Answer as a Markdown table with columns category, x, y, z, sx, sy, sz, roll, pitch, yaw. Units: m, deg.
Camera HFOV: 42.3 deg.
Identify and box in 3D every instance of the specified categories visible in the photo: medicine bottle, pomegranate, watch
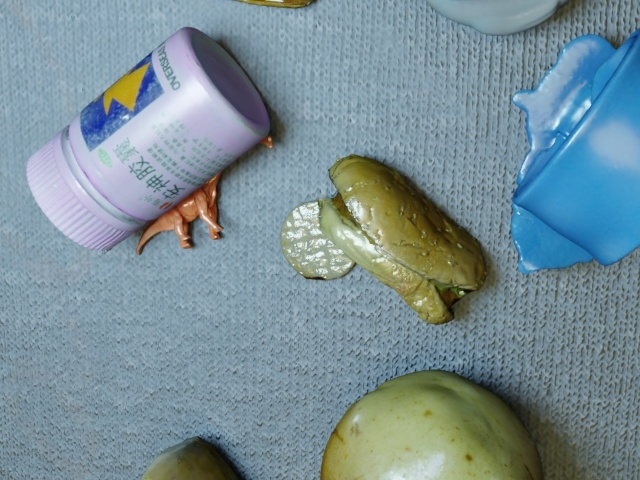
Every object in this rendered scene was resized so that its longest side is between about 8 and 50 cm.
| category | x | y | z | sx | sy | sz | roll | pitch | yaw |
| --- | --- | --- | --- | --- | --- | --- | --- | --- | --- |
| medicine bottle | -0.229 | -0.131 | 1.105 | 0.291 | 0.178 | 0.178 | -34 | 92 | 17 |
| pomegranate | 0.153 | 0.326 | 1.055 | 0.320 | 0.319 | 0.318 | 3 | 102 | 12 |
| watch | 0.312 | -0.081 | 0.941 | 0.242 | 0.274 | 0.305 | 33 | 101 | 4 |

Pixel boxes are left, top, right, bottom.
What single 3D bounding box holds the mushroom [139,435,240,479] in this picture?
| category | x | y | z | sx | sy | sz | roll | pitch | yaw |
| --- | --- | --- | --- | --- | --- | --- | --- | --- | --- |
| mushroom | -0.156 | 0.502 | 1.193 | 0.314 | 0.224 | 0.397 | 13 | 103 | 13 |

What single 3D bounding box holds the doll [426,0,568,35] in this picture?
| category | x | y | z | sx | sy | sz | roll | pitch | yaw |
| --- | --- | --- | --- | --- | --- | --- | --- | --- | --- |
| doll | 0.195 | -0.345 | 0.948 | 0.251 | 0.221 | 0.220 | 1 | 101 | 13 |

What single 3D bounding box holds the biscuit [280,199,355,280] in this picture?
| category | x | y | z | sx | sy | sz | roll | pitch | yaw |
| --- | --- | --- | --- | --- | --- | --- | --- | --- | --- |
| biscuit | 0.000 | 0.000 | 1.163 | 0.120 | 0.015 | 0.120 | 3 | 101 | 13 |

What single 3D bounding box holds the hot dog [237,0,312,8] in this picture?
| category | x | y | z | sx | sy | sz | roll | pitch | yaw |
| --- | --- | --- | --- | --- | --- | --- | --- | --- | --- |
| hot dog | -0.087 | -0.349 | 1.097 | 0.165 | 0.045 | 0.071 | 11 | 105 | 11 |

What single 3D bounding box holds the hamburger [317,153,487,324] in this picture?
| category | x | y | z | sx | sy | sz | roll | pitch | yaw |
| --- | --- | --- | --- | --- | --- | --- | --- | --- | --- |
| hamburger | 0.104 | -0.002 | 1.080 | 0.262 | 0.131 | 0.124 | 39 | 103 | -2 |

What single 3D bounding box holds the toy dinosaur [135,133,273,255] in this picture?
| category | x | y | z | sx | sy | sz | roll | pitch | yaw |
| --- | --- | --- | --- | --- | --- | --- | --- | --- | --- |
| toy dinosaur | -0.167 | -0.051 | 1.171 | 0.280 | 0.055 | 0.101 | -28 | 83 | 17 |
